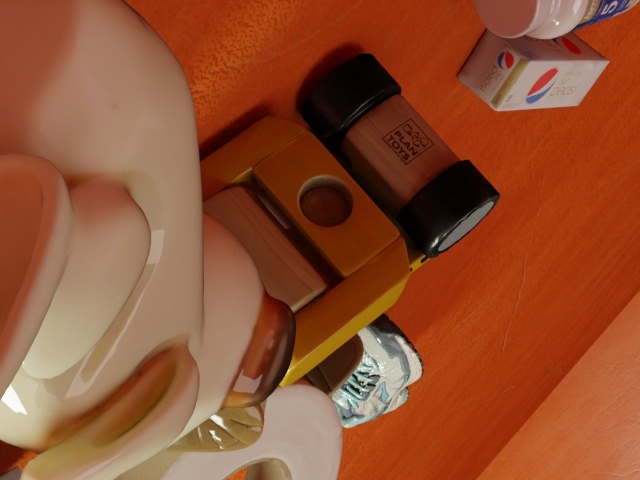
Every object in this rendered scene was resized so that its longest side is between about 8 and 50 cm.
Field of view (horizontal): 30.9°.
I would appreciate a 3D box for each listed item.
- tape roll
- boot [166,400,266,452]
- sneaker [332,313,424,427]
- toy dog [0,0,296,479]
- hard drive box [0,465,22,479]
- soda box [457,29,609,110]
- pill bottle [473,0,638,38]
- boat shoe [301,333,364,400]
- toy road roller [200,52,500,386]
[{"bbox_3d":[-0.125,0.315,1.272,0.392,0.072,0.392,-35,141,-36],"label":"tape roll"},{"bbox_3d":[-0.171,0.109,1.140,0.203,0.262,0.095,-79,166,-54],"label":"boot"},{"bbox_3d":[0.071,0.205,1.708,0.122,0.110,0.283,-32,154,-18],"label":"sneaker"},{"bbox_3d":[-0.181,0.013,0.783,0.408,0.285,0.395,60,48,-60],"label":"toy dog"},{"bbox_3d":[-0.380,0.324,1.118,0.232,0.089,0.181,-32,177,-25],"label":"hard drive box"},{"bbox_3d":[0.257,-0.205,1.380,0.216,0.069,0.074,-11,140,-51],"label":"soda box"},{"bbox_3d":[0.248,-0.271,1.202,0.187,0.112,0.112,-25,150,-38],"label":"pill bottle"},{"bbox_3d":[-0.061,0.206,1.518,0.285,0.104,0.089,-36,162,7],"label":"boat shoe"},{"bbox_3d":[0.000,0.000,1.150,0.329,0.202,0.240,-36,166,-21],"label":"toy road roller"}]
